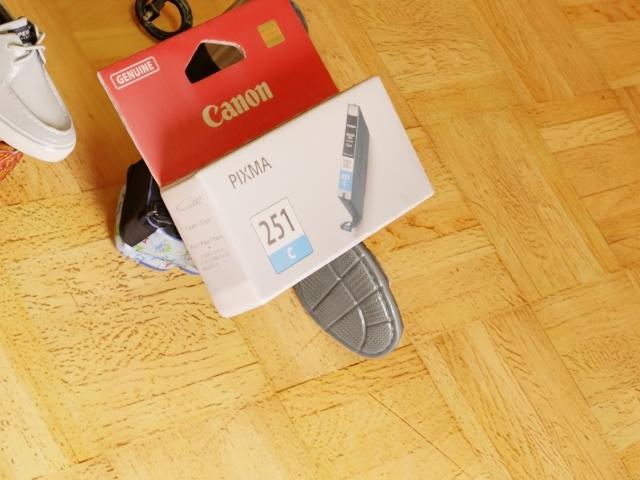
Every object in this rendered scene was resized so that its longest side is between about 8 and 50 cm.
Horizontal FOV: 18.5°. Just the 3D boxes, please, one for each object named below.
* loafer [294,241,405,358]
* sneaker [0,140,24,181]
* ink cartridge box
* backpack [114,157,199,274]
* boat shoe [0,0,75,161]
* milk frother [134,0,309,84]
[{"bbox_3d":[0.000,0.000,2.033,0.267,0.096,0.084,50,29,0],"label":"loafer"},{"bbox_3d":[-0.327,-0.068,1.741,0.067,0.064,0.175,48,31,12],"label":"sneaker"},{"bbox_3d":[-0.045,-0.101,1.904,0.296,0.066,0.261,-33,98,-47],"label":"ink cartridge box"},{"bbox_3d":[-0.138,-0.021,1.891,0.114,0.084,0.105,27,49,-31],"label":"backpack"},{"bbox_3d":[-0.293,-0.172,1.764,0.227,0.081,0.079,49,34,-1],"label":"boat shoe"},{"bbox_3d":[-0.108,-0.231,2.071,0.143,0.135,0.129,36,32,-23],"label":"milk frother"}]
